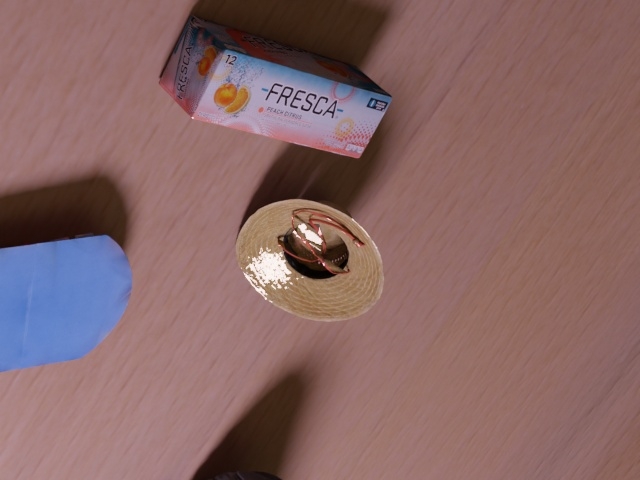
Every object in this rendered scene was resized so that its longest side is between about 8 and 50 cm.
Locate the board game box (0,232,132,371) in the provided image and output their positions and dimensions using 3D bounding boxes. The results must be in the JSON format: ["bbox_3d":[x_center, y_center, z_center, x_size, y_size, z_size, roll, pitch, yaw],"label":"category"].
[{"bbox_3d":[-0.233,0.043,1.018,0.168,0.033,0.133,-8,134,-28],"label":"board game box"}]

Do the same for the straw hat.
[{"bbox_3d":[0.000,0.000,1.141,0.061,0.144,0.144,-68,160,-44],"label":"straw hat"}]

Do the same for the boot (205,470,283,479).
[{"bbox_3d":[0.004,0.404,1.419,0.445,0.146,0.367,17,124,-40],"label":"boot"}]

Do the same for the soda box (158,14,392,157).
[{"bbox_3d":[-0.033,-0.118,1.020,0.183,0.058,0.063,10,117,-44],"label":"soda box"}]
